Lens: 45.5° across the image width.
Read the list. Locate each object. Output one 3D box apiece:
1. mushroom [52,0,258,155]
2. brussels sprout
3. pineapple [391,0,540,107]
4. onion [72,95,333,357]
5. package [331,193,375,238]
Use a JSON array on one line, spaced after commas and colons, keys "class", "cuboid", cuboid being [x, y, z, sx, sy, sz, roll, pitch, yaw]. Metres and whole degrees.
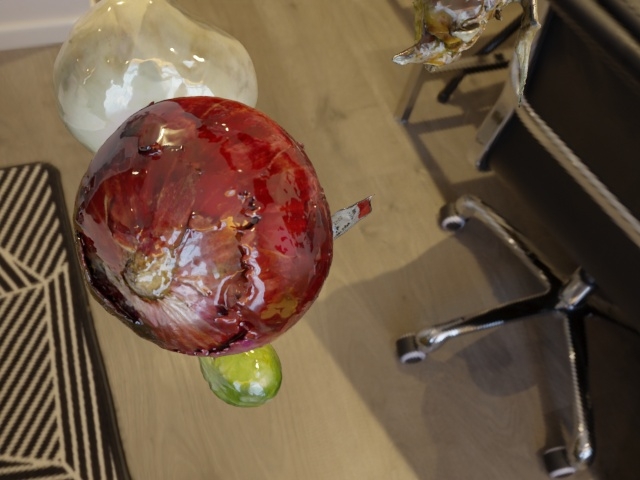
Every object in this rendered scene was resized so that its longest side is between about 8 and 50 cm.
[{"class": "mushroom", "cuboid": [-0.285, -0.297, 1.362, 0.353, 0.325, 0.353, 1, 78, -5]}, {"class": "brussels sprout", "cuboid": [-0.127, 0.195, 1.193, 0.155, 0.155, 0.117, 40, 97, 14]}, {"class": "pineapple", "cuboid": [0.165, -0.294, 0.707, 0.158, 0.334, 0.161, 6, 15, -6]}, {"class": "onion", "cuboid": [-0.120, -0.011, 0.803, 0.276, 0.276, 0.276, 6, 57, -9]}, {"class": "package", "cuboid": [0.000, 0.000, 1.365, 0.239, 0.154, 0.030, -40, 84, -6]}]
